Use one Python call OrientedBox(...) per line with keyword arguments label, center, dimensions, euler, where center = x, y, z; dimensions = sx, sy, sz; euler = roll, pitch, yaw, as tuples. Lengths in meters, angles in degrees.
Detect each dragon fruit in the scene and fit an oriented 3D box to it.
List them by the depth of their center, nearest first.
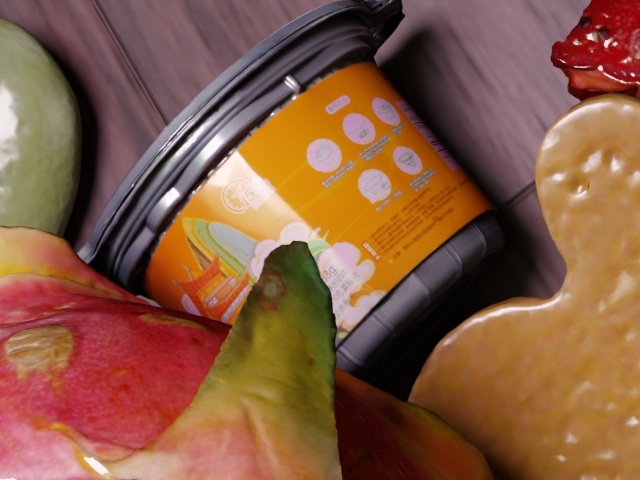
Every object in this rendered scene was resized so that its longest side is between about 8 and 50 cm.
OrientedBox(label="dragon fruit", center=(-0.074, 0.134, 0.602), dimensions=(0.290, 0.290, 0.189), euler=(-42, 25, 22))
OrientedBox(label="dragon fruit", center=(0.165, -0.077, 0.645), dimensions=(0.131, 0.063, 0.097), euler=(28, 118, 24))

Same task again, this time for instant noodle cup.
OrientedBox(label="instant noodle cup", center=(0.000, 0.000, 0.698), dimensions=(0.208, 0.177, 0.125), euler=(-45, 81, 2))

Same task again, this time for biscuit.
OrientedBox(label="biscuit", center=(0.178, 0.023, 0.619), dimensions=(0.340, 0.047, 0.216), euler=(-39, 87, 21))

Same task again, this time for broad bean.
OrientedBox(label="broad bean", center=(-0.226, -0.026, 0.869), dimensions=(0.228, 0.100, 0.169), euler=(-30, 79, 13))
